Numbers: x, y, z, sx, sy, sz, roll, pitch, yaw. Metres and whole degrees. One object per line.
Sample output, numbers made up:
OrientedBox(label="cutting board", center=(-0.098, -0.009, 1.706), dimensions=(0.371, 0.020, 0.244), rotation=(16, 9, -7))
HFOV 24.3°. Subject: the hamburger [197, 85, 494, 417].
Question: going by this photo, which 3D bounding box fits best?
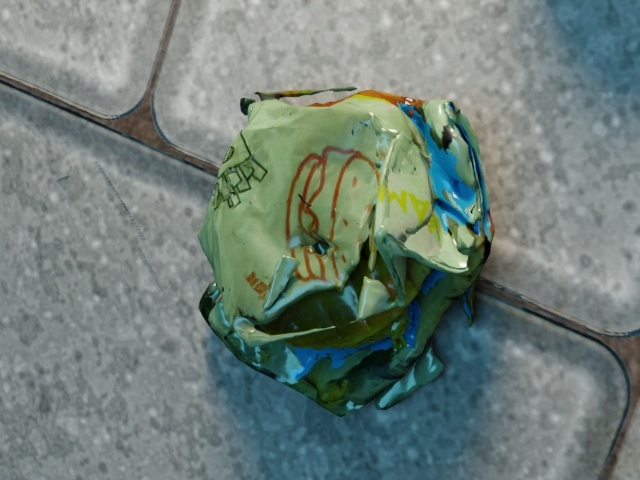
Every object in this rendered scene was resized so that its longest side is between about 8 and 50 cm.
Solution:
OrientedBox(label="hamburger", center=(0.001, 0.006, 1.169), dimensions=(0.260, 0.150, 0.276), rotation=(18, 101, 28))
